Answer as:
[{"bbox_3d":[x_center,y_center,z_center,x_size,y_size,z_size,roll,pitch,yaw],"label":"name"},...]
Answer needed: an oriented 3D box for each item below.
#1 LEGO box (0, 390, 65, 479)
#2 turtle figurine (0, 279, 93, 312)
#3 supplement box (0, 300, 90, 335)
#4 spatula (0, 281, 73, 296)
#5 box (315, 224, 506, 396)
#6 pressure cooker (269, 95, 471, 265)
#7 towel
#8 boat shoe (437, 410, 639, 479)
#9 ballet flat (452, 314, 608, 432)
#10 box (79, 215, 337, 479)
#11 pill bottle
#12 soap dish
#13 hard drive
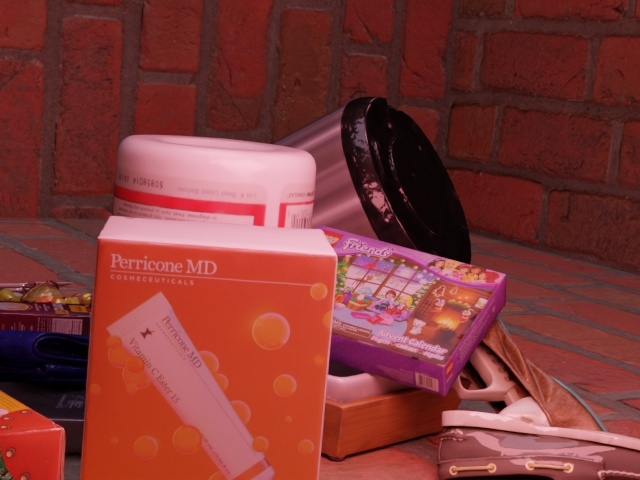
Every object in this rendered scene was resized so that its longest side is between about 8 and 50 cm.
[{"bbox_3d":[-0.511,0.209,1.167,0.372,0.193,0.500,-1,10,-38],"label":"LEGO box"},{"bbox_3d":[-0.502,0.114,2.264,0.269,0.087,0.217,-16,12,-36],"label":"turtle figurine"},{"bbox_3d":[-0.470,0.146,2.093,0.188,0.081,0.104,3,8,-17],"label":"supplement box"},{"bbox_3d":[-0.602,0.097,2.412,0.242,0.019,0.168,0,-9,-34],"label":"spatula"},{"bbox_3d":[0.077,0.087,1.748,0.293,0.057,0.201,15,42,26],"label":"box"},{"bbox_3d":[0.002,-0.002,2.202,0.420,0.370,0.375,-25,-16,24],"label":"pressure cooker"},{"bbox_3d":[-0.385,0.171,1.861,0.227,0.076,0.308,10,-8,-40],"label":"towel"},{"bbox_3d":[0.295,0.275,1.605,0.304,0.091,0.109,7,-13,12],"label":"boat shoe"},{"bbox_3d":[0.246,0.200,1.740,0.124,0.116,0.342,-18,57,-33],"label":"ballet flat"},{"bbox_3d":[-0.109,0.161,1.219,0.214,0.346,0.168,4,8,-6],"label":"box"},{"bbox_3d":[-0.134,0.091,1.494,0.228,0.408,0.229,6,7,-1],"label":"pill bottle"},{"bbox_3d":[0.036,0.210,1.813,0.228,0.118,0.290,12,10,40],"label":"soap dish"},{"bbox_3d":[-0.380,0.224,1.666,0.254,0.054,0.172,4,7,-5],"label":"hard drive"}]
